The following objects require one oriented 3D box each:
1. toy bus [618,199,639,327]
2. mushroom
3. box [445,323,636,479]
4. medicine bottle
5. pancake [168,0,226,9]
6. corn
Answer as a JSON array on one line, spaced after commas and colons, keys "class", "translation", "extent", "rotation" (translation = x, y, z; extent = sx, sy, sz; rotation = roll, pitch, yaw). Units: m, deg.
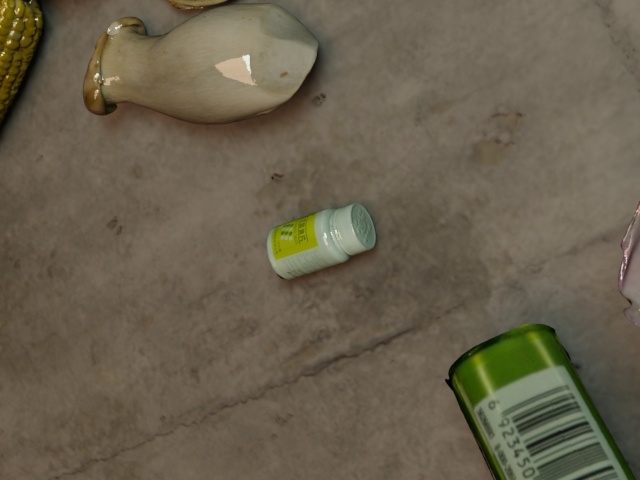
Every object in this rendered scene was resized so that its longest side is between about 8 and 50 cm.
[{"class": "toy bus", "translation": [0.301, 0.050, 0.508], "extent": [0.386, 0.162, 0.171], "rotation": [47, 123, 47]}, {"class": "mushroom", "translation": [-0.100, -0.143, 0.916], "extent": [0.212, 0.088, 0.097], "rotation": [4, 95, 30]}, {"class": "box", "translation": [0.199, 0.225, 0.759], "extent": [0.097, 0.134, 0.346], "rotation": [-25, 57, 1]}, {"class": "medicine bottle", "translation": [0.000, 0.000, 0.926], "extent": [0.083, 0.047, 0.047], "rotation": [-20, 94, 28]}, {"class": "pancake", "translation": [-0.097, -0.262, 0.920], "extent": [0.151, 0.025, 0.152], "rotation": [5, 104, 23]}, {"class": "corn", "translation": [-0.317, -0.140, 1.024], "extent": [0.080, 0.080, 0.238], "rotation": [39, 118, 12]}]
